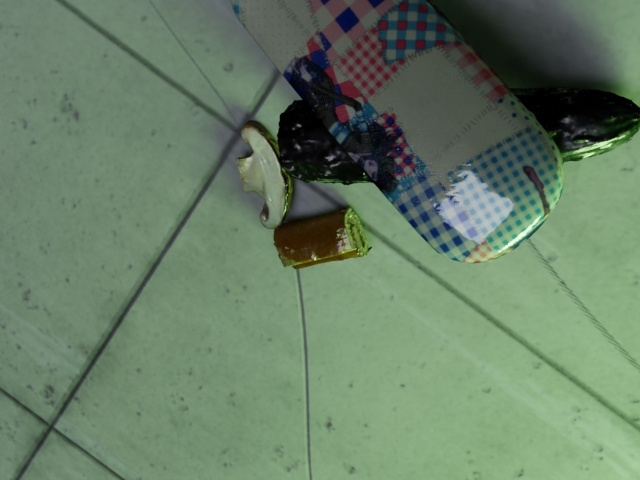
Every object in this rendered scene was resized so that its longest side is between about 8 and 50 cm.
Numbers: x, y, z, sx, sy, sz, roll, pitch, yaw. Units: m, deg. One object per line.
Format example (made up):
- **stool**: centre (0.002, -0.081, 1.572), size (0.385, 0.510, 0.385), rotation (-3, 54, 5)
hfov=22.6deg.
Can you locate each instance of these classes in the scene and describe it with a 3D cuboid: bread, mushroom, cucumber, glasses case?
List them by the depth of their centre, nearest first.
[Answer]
- **glasses case**: centre (0.056, -0.126, 1.237), size (0.125, 0.076, 0.327), rotation (-44, 75, 15)
- **cucumber**: centre (0.109, -0.085, 1.297), size (0.303, 0.081, 0.072), rotation (-1, 122, 28)
- **mushroom**: centre (-0.049, -0.059, 1.435), size (0.049, 0.019, 0.101), rotation (-1, 113, 26)
- **bread**: centre (0.000, 0.000, 1.442), size (0.083, 0.036, 0.047), rotation (-13, 105, 32)
